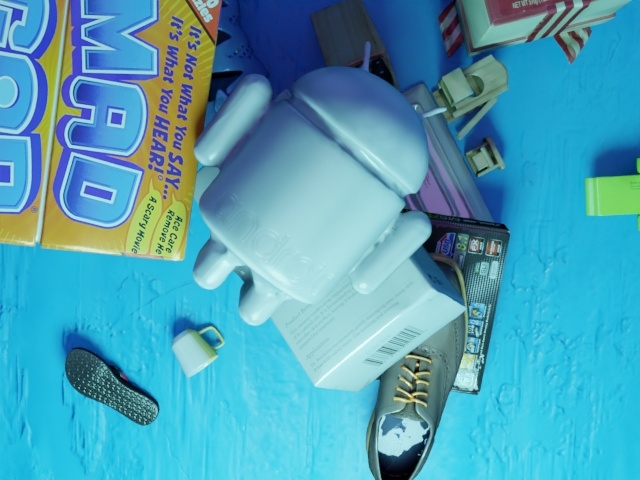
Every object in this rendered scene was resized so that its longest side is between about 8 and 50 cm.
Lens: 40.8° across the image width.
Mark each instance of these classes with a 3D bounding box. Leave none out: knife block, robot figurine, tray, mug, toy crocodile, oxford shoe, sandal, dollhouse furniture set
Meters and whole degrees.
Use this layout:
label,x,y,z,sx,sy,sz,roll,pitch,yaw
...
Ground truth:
label,x,y,z,sx,sy,sz,roll,pitch,yaw
knife block,0.055,-0.252,1.239,0.088,0.242,0.276,-20,82,4
robot figurine,-0.007,-0.065,1.053,0.300,0.200,0.353,38,96,-14
tray,0.161,-0.100,1.367,0.145,0.030,0.270,-27,92,5
mug,-0.203,0.175,1.392,0.064,0.078,0.062,53,127,8
toy crocodile,0.578,-0.082,1.321,0.340,0.105,0.115,-8,93,8
oxford shoe,0.147,0.201,1.269,0.129,0.133,0.364,9,102,3
sandal,-0.144,-0.265,1.333,0.138,0.126,0.318,7,102,-1
sandal,-0.342,0.238,1.409,0.179,0.040,0.067,40,100,-14
dollhouse furniture set,0.254,-0.184,1.281,0.101,0.182,0.161,-28,91,4

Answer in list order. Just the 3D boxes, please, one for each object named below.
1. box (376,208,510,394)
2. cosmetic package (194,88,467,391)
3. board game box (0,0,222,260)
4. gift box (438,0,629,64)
label,x,y,z,sx,sy,sz,roll,pitch,yaw
box,0.163,0.092,1.343,0.216,0.060,0.270,9,102,1
cosmetic package,0.000,0.000,1.234,0.217,0.156,0.385,-39,63,13
board game box,-0.358,-0.202,1.153,0.356,0.356,0.357,6,101,-19
gift box,0.297,-0.389,1.230,0.255,0.258,0.277,-9,94,3
